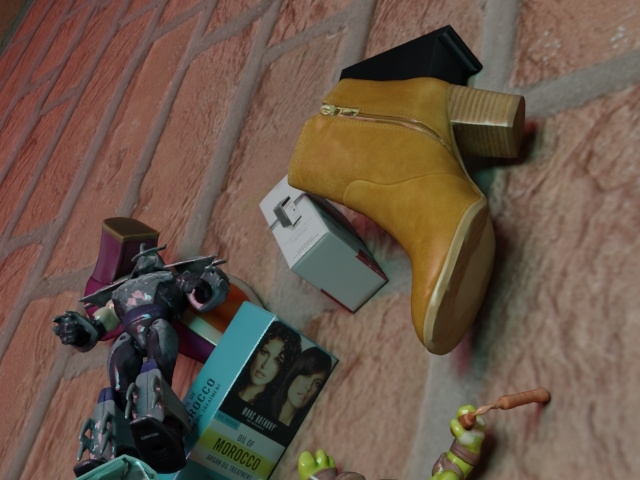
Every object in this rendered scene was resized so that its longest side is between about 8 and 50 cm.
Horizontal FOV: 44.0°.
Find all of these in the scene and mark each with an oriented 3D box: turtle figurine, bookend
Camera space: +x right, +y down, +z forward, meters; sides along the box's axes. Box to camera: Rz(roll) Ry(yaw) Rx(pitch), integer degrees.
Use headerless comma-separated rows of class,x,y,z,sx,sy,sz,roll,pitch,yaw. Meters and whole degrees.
turtle figurine,0.047,0.200,0.596,0.269,0.087,0.217,-34,10,-36
bookend,0.088,-0.139,0.891,0.157,0.072,0.156,-15,49,40

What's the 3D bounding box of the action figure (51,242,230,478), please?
action figure,-0.170,0.096,0.766,0.185,0.099,0.285,-26,40,14

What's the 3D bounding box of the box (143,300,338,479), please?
box,-0.090,0.190,0.766,0.060,0.100,0.244,18,73,52

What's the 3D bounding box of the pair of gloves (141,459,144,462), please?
pair of gloves,-0.266,0.279,0.805,0.240,0.042,0.204,-38,-7,35

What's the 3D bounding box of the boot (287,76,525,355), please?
boot,0.061,-0.037,0.744,0.211,0.104,0.295,7,56,25

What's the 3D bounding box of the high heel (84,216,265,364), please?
high heel,-0.180,0.115,0.975,0.377,0.127,0.181,34,120,49

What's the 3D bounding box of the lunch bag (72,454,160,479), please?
lunch bag,-0.205,0.309,0.578,0.262,0.160,0.223,-74,8,-47

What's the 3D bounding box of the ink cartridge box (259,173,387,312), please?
ink cartridge box,0.000,0.000,0.839,0.056,0.099,0.135,-45,34,10
